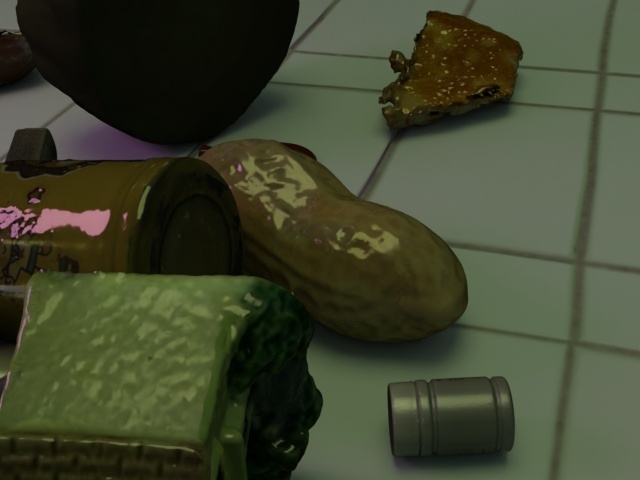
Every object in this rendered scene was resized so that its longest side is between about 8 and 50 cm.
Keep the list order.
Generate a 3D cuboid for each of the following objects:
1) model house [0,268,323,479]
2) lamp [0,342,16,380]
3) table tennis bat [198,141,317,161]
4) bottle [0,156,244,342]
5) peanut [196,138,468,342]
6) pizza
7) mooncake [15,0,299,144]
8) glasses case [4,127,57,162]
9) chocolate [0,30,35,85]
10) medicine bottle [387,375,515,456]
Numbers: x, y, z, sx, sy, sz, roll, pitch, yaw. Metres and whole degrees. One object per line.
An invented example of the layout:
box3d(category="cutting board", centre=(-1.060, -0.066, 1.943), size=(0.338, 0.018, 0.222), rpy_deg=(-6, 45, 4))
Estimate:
box3d(category="model house", centre=(-0.103, 0.155, 0.514), size=(0.194, 0.214, 0.189), rpy_deg=(5, 42, 3))
box3d(category="lamp", centre=(-0.368, 0.131, 0.640), size=(0.245, 0.108, 0.179), rpy_deg=(0, 23, 0))
box3d(category="table tennis bat", centre=(-0.081, -0.103, 1.047), size=(0.154, 0.019, 0.098), rpy_deg=(8, 36, 12))
box3d(category="bottle", centre=(-0.260, 0.008, 0.740), size=(0.351, 0.172, 0.171), rpy_deg=(3, 34, 22))
box3d(category="peanut", centre=(0.000, 0.000, 0.784), size=(0.313, 0.149, 0.149), rpy_deg=(28, 45, 35))
box3d(category="pizza", centre=(0.181, -0.229, 1.161), size=(0.189, 0.071, 0.297), rpy_deg=(20, 43, 12))
box3d(category="mooncake", centre=(-0.206, -0.313, 1.071), size=(0.356, 0.357, 0.194), rpy_deg=(-30, 44, -34))
box3d(category="glasses case", centre=(-0.339, -0.056, 0.951), size=(0.047, 0.071, 0.205), rpy_deg=(-5, 33, -8))
box3d(category="chocolate", centre=(-0.558, -0.276, 1.292), size=(0.261, 0.083, 0.161), rpy_deg=(-14, 18, -16))
box3d(category="medicine bottle", centre=(0.099, 0.135, 0.634), size=(0.091, 0.058, 0.058), rpy_deg=(-3, 34, 1))
